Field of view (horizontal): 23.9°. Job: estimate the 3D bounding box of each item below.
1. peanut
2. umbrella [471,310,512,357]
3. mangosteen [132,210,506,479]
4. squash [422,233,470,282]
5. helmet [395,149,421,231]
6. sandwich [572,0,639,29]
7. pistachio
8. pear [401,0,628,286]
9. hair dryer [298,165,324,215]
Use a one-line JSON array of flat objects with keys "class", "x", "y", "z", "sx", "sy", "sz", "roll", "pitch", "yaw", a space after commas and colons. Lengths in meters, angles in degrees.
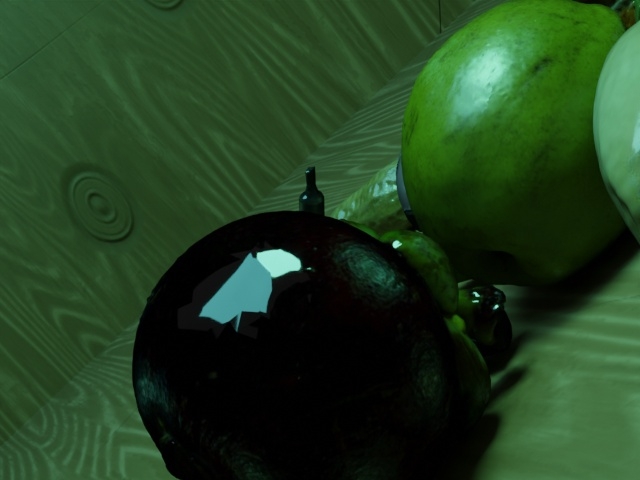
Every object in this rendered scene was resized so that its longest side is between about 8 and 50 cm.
[{"class": "peanut", "x": 0.088, "y": -0.044, "z": 2.233, "sx": 0.226, "sy": 0.095, "sz": 0.108, "roll": -37, "pitch": 7, "yaw": 27}, {"class": "umbrella", "x": 0.056, "y": 0.128, "z": 1.582, "sx": 0.336, "sy": 0.128, "sz": 0.154, "roll": -29, "pitch": 35, "yaw": 24}, {"class": "mangosteen", "x": -0.012, "y": 0.110, "z": 1.360, "sx": 0.330, "sy": 0.330, "sz": 0.330, "roll": -40, "pitch": 10, "yaw": 8}, {"class": "squash", "x": 0.172, "y": 0.002, "z": 1.732, "sx": 0.318, "sy": 0.071, "sz": 0.080, "roll": -23, "pitch": 61, "yaw": 31}, {"class": "helmet", "x": 0.179, "y": -0.108, "z": 2.033, "sx": 0.198, "sy": 0.154, "sz": 0.253, "roll": -41, "pitch": 15, "yaw": 10}, {"class": "sandwich", "x": 0.389, "y": -0.271, "z": 1.730, "sx": 0.301, "sy": 0.250, "sz": 0.162, "roll": -37, "pitch": 26, "yaw": 51}, {"class": "pistachio", "x": 0.338, "y": -0.106, "z": 1.347, "sx": 0.193, "sy": 0.214, "sz": 0.318, "roll": 10, "pitch": 43, "yaw": 19}, {"class": "pear", "x": 0.211, "y": -0.106, "z": 1.537, "sx": 0.253, "sy": 0.253, "sz": 0.307, "roll": -18, "pitch": 51, "yaw": 66}, {"class": "hair dryer", "x": 0.000, "y": 0.000, "z": 2.075, "sx": 0.078, "sy": 0.248, "sz": 0.195, "roll": 10, "pitch": 31, "yaw": 16}]
